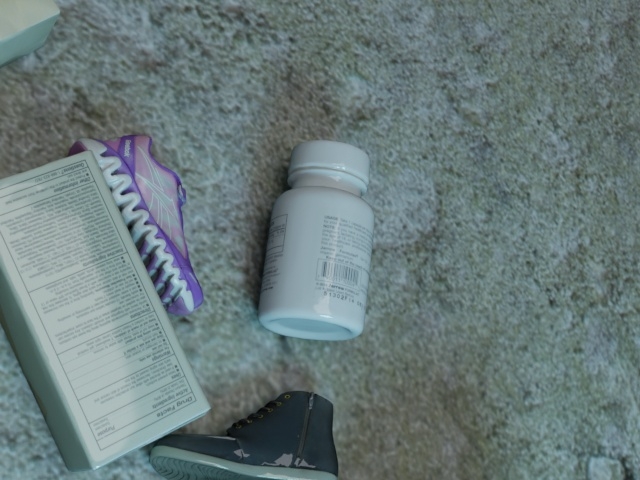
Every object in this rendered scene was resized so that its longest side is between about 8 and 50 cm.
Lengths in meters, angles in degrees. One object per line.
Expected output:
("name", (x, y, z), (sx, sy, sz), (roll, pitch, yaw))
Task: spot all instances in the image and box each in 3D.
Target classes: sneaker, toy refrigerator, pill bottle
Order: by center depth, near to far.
("toy refrigerator", (-0.410, -0.333, 1.066), (0.094, 0.102, 0.269), (-37, 95, -31))
("sneaker", (-0.192, -0.028, 1.114), (0.104, 0.095, 0.236), (-31, 92, -39))
("sneaker", (-0.088, 0.231, 1.118), (0.222, 0.083, 0.118), (13, 52, -18))
("pill bottle", (0.000, 0.000, 1.182), (0.131, 0.131, 0.229), (15, 71, -24))

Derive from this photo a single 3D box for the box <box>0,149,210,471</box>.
("box", (-0.259, 0.078, 1.028), (0.148, 0.121, 0.311), (-23, 88, -31))
